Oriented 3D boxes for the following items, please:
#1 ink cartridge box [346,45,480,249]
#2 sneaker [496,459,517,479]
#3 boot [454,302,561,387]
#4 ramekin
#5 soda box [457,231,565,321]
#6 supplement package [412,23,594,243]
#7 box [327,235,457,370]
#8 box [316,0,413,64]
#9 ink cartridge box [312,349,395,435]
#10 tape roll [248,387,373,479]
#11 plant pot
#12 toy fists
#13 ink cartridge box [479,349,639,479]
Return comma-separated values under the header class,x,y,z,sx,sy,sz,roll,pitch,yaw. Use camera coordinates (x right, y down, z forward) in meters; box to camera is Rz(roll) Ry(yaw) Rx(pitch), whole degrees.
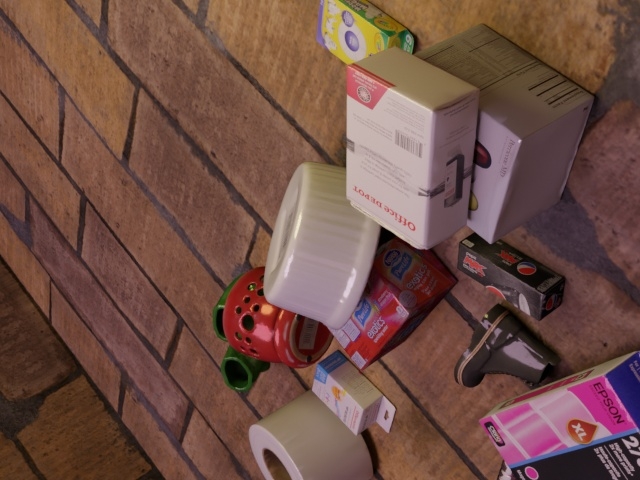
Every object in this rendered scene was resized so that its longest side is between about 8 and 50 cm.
class,x,y,z,sx,sy,sz,roll,pitch,yaw
ink cartridge box,0.116,-0.119,1.338,0.158,0.092,0.217,36,140,36
sneaker,0.383,0.414,1.734,0.163,0.106,0.281,20,126,14
boot,0.302,0.212,1.677,0.137,0.077,0.198,40,146,21
ramekin,0.000,0.000,1.717,0.135,0.277,0.277,15,148,-11
soda box,0.289,0.051,1.568,0.169,0.053,0.060,35,142,36
supplement package,0.225,-0.146,1.393,0.203,0.149,0.194,42,145,30
box,0.115,0.108,1.806,0.128,0.123,0.257,51,149,14
box,0.069,-0.311,1.588,0.179,0.043,0.105,40,145,28
ink cartridge box,0.068,0.329,2.134,0.181,0.062,0.104,42,146,27
tape roll,-0.024,0.472,2.272,0.246,0.169,0.246,44,150,34
plant pot,-0.073,0.161,2.080,0.174,0.191,0.191,15,129,40
toy fists,-0.163,0.201,2.293,0.096,0.142,0.279,6,128,17
ink cartridge box,0.405,0.280,1.493,0.175,0.069,0.371,57,140,3
